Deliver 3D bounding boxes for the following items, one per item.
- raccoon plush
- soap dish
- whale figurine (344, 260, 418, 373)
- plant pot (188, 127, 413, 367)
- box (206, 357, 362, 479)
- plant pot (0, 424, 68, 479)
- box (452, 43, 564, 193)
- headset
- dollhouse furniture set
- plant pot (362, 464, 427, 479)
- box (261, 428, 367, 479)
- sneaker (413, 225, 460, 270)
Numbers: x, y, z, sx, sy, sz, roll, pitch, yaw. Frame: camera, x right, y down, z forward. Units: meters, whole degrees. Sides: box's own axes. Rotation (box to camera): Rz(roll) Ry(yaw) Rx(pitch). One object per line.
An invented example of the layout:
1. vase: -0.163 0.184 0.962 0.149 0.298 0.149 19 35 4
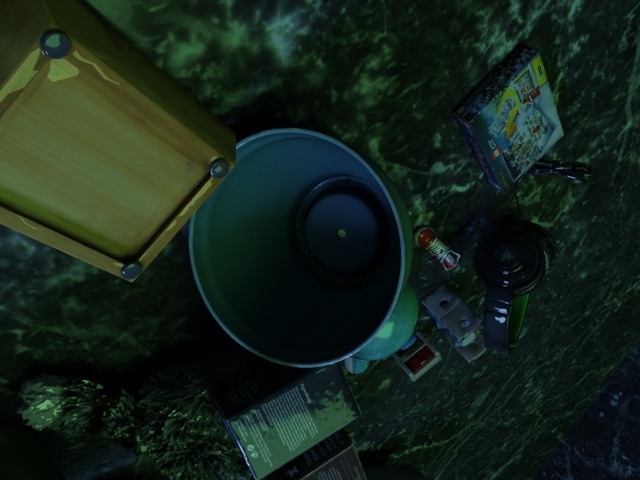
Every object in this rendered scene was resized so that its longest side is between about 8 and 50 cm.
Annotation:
1. raccoon plush: -0.165 0.206 0.886 0.446 0.216 0.299 28 97 -47
2. soap dish: -0.245 -0.094 0.613 0.229 0.118 0.291 -47 138 6
3. whale figurine: 0.113 0.143 1.061 0.272 0.141 0.216 54 53 -62
4. plant pot: 0.000 0.000 0.795 0.293 0.293 0.196 -60 163 20
5. box: -0.053 0.218 0.790 0.158 0.156 0.093 -28 99 -17
6. plant pot: -0.432 0.445 0.748 0.366 0.353 0.367 -22 135 -24
7. box: 0.337 -0.205 1.031 0.159 0.044 0.233 -45 139 3
8. headset: 0.415 0.036 1.156 0.243 0.185 0.394 -15 112 -60
9. dollhouse furniture set: 0.251 0.218 1.264 0.183 0.129 0.129 -39 139 -4
10. plant pot: 0.110 0.692 1.507 0.274 0.256 0.256 23 109 -30
11. box: -0.039 0.455 1.199 0.203 0.168 0.167 -29 130 -15
12. sneaker: 0.225 0.017 1.118 0.042 0.067 0.118 -48 139 7
